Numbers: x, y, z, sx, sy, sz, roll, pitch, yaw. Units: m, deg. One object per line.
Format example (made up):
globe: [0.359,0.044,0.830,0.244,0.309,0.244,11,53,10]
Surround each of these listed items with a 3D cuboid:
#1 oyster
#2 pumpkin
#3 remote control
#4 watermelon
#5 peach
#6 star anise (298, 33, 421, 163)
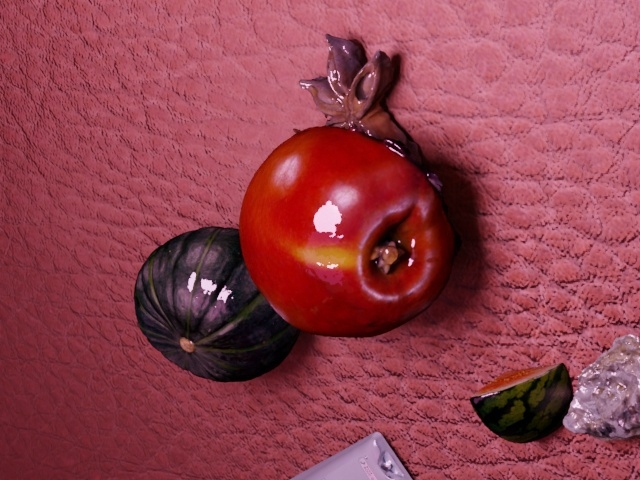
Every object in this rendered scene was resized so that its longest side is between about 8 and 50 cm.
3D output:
oyster: [0.361,0.184,1.559,0.125,0.064,0.177,40,134,26]
pumpkin: [-0.142,0.083,1.883,0.250,0.216,0.250,5,134,6]
remote control: [0.030,0.380,2.007,0.103,0.051,0.293,55,138,4]
watermelon: [0.251,0.206,1.681,0.094,0.125,0.135,-122,10,-48]
peach: [0.000,0.000,1.646,0.362,0.201,0.257,14,147,51]
star anise: [0.047,-0.164,1.653,0.172,0.063,0.208,9,126,48]
